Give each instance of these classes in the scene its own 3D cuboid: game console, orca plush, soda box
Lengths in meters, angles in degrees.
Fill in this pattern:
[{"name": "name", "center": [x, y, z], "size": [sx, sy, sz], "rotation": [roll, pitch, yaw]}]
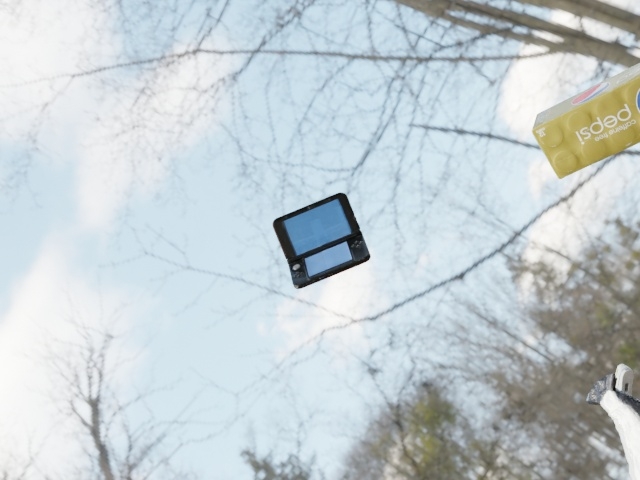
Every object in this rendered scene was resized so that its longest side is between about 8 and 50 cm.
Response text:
[{"name": "game console", "center": [0.000, 0.000, 1.651], "size": [0.144, 0.124, 0.085], "rotation": [-23, -60, 4]}, {"name": "orca plush", "center": [0.517, 0.343, 1.461], "size": [0.102, 0.287, 0.151], "rotation": [11, -59, -47]}, {"name": "soda box", "center": [0.301, -0.130, 0.923], "size": [0.061, 0.181, 0.058], "rotation": [58, -152, -12]}]

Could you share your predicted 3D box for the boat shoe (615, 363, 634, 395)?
[{"name": "boat shoe", "center": [0.572, 0.282, 1.817], "size": [0.035, 0.035, 0.100], "rotation": [-4, -67, -15]}]
